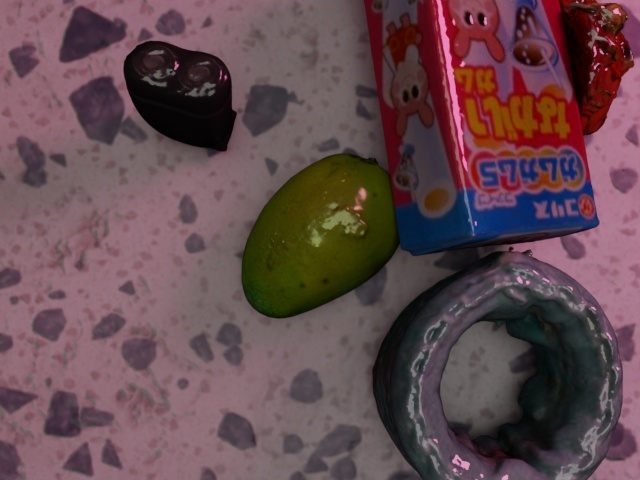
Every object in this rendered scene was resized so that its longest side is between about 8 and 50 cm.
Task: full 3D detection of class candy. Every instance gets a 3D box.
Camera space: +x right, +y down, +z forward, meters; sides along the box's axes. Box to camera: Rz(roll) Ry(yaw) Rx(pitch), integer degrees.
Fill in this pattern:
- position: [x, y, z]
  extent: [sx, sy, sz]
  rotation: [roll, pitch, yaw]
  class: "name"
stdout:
- position: [0.138, -0.146, 0.687]
  extent: [0.157, 0.100, 0.305]
  rotation: [-5, 85, -31]
  class: "candy"

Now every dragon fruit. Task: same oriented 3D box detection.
- position: [0.258, -0.172, 0.721]
  extent: [0.083, 0.106, 0.162]
  rotation: [-4, 86, -5]
  class: "dragon fruit"

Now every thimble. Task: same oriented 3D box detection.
- position: [0.154, 0.118, 0.683]
  extent: [0.199, 0.143, 0.235]
  rotation: [13, 85, -2]
  class: "thimble"

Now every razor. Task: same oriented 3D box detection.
- position: [-0.122, -0.123, 0.684]
  extent: [0.090, 0.148, 0.054]
  rotation: [17, 79, -1]
  class: "razor"

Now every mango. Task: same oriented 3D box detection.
- position: [0.000, 0.000, 0.706]
  extent: [0.119, 0.100, 0.178]
  rotation: [44, 94, -2]
  class: "mango"
